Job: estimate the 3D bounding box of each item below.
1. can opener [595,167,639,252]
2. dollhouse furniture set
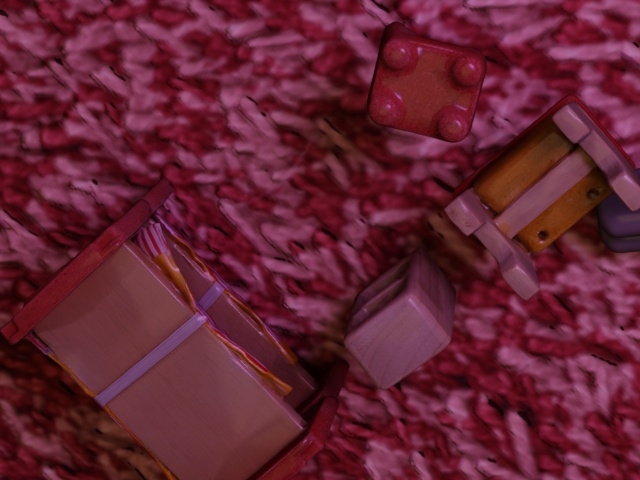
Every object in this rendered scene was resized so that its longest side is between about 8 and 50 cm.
[{"bbox_3d":[0.318,-0.046,0.880,0.280,0.074,0.093,-11,70,11],"label":"can opener"},{"bbox_3d":[0.000,0.000,0.900,0.374,0.152,0.201,-40,96,14],"label":"dollhouse furniture set"}]
